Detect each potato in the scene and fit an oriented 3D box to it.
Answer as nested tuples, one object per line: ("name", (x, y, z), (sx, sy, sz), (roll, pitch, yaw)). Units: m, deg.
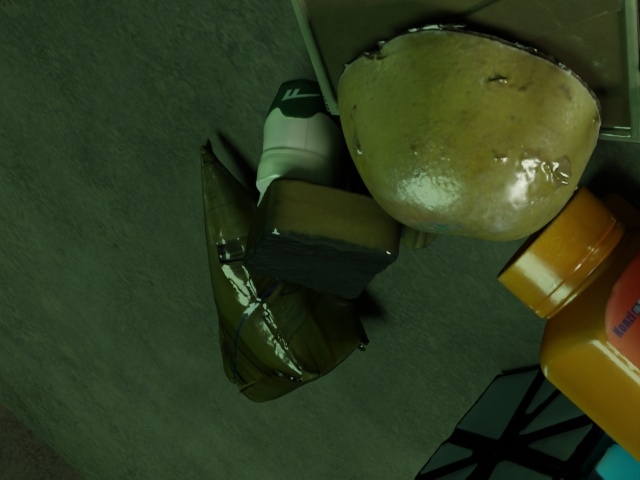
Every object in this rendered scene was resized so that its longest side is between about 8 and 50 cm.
("potato", (0.098, -0.059, 0.988), (0.202, 0.117, 0.182), (17, 155, 3))

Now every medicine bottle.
("medicine bottle", (0.254, 0.067, 1.044), (0.222, 0.149, 0.112), (42, 153, 4))

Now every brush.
("brush", (0.000, 0.000, 1.220), (0.123, 0.059, 0.197), (12, 166, -6))

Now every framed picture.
("framed picture", (0.105, -0.142, 0.971), (0.260, 0.023, 0.189), (7, 147, 21))

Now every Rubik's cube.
("Rubik's cube", (0.251, 0.299, 1.245), (0.283, 0.288, 0.293), (48, 151, -8))

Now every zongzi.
("zongzi", (-0.091, 0.045, 1.543), (0.289, 0.123, 0.260), (55, 156, 0))

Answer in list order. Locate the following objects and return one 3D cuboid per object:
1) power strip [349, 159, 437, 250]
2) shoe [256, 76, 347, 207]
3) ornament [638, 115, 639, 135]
("power strip", (0.078, -0.116, 1.119), (0.092, 0.066, 0.387), (32, 151, 16))
("shoe", (-0.012, -0.077, 1.291), (0.095, 0.110, 0.265), (6, 172, 1))
("ornament", (0.260, -0.087, 0.936), (0.068, 0.041, 0.092), (5, 127, 20))
